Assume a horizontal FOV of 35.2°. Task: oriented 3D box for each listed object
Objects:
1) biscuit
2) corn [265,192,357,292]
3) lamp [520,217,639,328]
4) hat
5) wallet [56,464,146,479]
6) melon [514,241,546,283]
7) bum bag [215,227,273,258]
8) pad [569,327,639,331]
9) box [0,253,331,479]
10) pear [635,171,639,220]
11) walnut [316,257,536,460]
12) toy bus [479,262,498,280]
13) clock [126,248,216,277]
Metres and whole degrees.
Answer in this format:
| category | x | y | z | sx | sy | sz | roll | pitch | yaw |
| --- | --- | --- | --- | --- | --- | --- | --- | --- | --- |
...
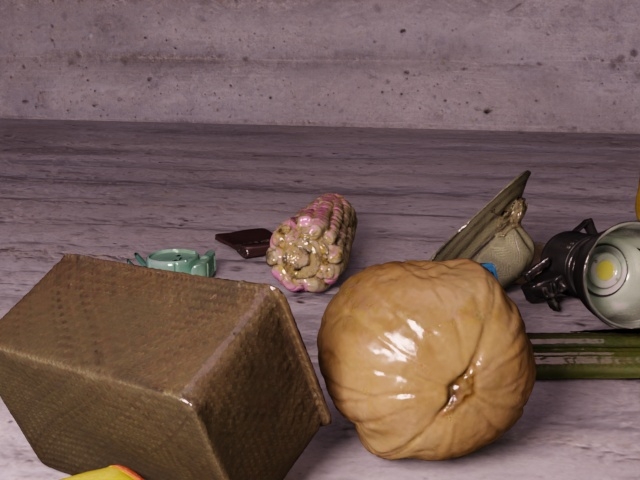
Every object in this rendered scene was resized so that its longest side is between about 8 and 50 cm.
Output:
| category | x | y | z | sx | sy | sz | roll | pitch | yaw |
| --- | --- | --- | --- | --- | --- | --- | --- | --- | --- |
| biscuit | 0.306 | 0.140 | 1.249 | 0.322 | 0.038 | 0.099 | 1 | 18 | 2 |
| corn | -0.003 | 0.000 | 1.647 | 0.126 | 0.127 | 0.335 | 2 | 11 | 9 |
| lamp | 0.386 | 0.044 | 1.452 | 0.172 | 0.147 | 0.227 | -30 | 9 | -10 |
| hat | 0.264 | 0.018 | 1.531 | 0.110 | 0.252 | 0.252 | 45 | 29 | 10 |
| wallet | -0.126 | 0.253 | 0.792 | 0.241 | 0.067 | 0.141 | 15 | 16 | 32 |
| melon | 0.345 | 0.034 | 1.660 | 0.098 | 0.054 | 0.182 | -12 | 11 | 16 |
| bum bag | -0.116 | -0.001 | 1.810 | 0.109 | 0.026 | 0.159 | -9 | 17 | -27 |
| pad | 0.400 | 0.114 | 1.281 | 0.112 | 0.003 | 0.157 | 2 | -7 | -14 |
| box | -0.153 | 0.135 | 0.929 | 0.273 | 0.184 | 0.143 | 8 | 43 | 32 |
| pear | 0.671 | -0.094 | 1.711 | 0.271 | 0.271 | 0.271 | 0 | 15 | 0 |
| walnut | 0.104 | 0.116 | 1.023 | 0.228 | 0.228 | 0.228 | 0 | 15 | 0 |
| toy bus | 0.140 | 0.079 | 1.308 | 0.106 | 0.090 | 0.184 | -12 | 4 | -35 |
| clock | -0.239 | 0.042 | 1.616 | 0.135 | 0.041 | 0.101 | 1 | 15 | 6 |
